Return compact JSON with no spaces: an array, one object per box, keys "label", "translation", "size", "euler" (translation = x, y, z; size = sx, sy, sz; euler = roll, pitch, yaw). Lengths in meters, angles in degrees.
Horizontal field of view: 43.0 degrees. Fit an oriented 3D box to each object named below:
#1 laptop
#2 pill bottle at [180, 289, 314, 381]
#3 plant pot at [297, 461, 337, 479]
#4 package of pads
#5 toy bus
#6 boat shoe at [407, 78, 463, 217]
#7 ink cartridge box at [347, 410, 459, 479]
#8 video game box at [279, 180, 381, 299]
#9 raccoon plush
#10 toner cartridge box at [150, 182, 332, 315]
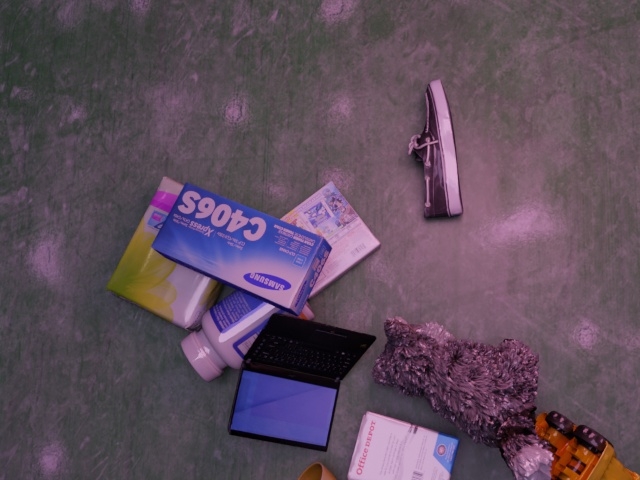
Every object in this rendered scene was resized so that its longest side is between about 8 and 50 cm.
[{"label":"laptop","translation":[-0.039,0.298,1.681],"size":[0.234,0.264,0.136],"euler":[15,43,-21]},{"label":"pill bottle","translation":[-0.161,0.184,1.764],"size":[0.272,0.152,0.152],"euler":[-35,76,0]},{"label":"plant pot","translation":[0.001,0.545,1.691],"size":[0.095,0.134,0.134],"euler":[36,85,-13]},{"label":"package of pads","translation":[-0.313,0.035,1.841],"size":[0.229,0.101,0.296],"euler":[25,83,13]},{"label":"toy bus","translation":[0.524,0.463,1.617],"size":[0.211,0.220,0.149],"euler":[36,84,-20]},{"label":"boat shoe","translation":[0.248,-0.202,1.811],"size":[0.105,0.113,0.306],"euler":[-7,93,12]},{"label":"ink cartridge box","translation":[0.174,0.455,1.696],"size":[0.203,0.086,0.148],"euler":[15,81,11]},{"label":"video game box","translation":[0.000,0.000,1.833],"size":[0.205,0.048,0.187],"euler":[-36,78,-1]},{"label":"raccoon plush","translation":[0.261,0.279,1.563],"size":[0.299,0.446,0.216],"euler":[16,94,-3]},{"label":"toner cartridge box","translation":[-0.168,0.015,1.704],"size":[0.348,0.075,0.165],"euler":[21,78,21]}]
